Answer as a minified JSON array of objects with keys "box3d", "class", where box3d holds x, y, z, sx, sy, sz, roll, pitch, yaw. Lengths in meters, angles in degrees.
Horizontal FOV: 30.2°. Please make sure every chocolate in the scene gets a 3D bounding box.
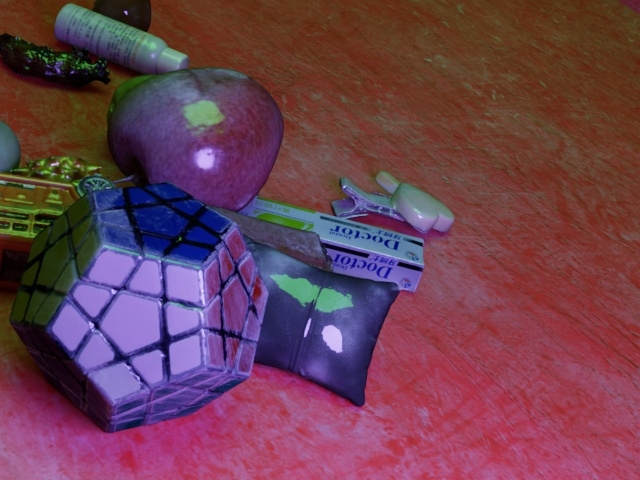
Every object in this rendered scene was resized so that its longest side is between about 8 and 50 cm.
[{"box3d":[-0.118,-0.008,1.745,0.329,0.065,0.102,14,26,-36],"class":"chocolate"},{"box3d":[-0.402,-0.470,2.395,0.127,0.133,0.124,15,35,2],"class":"chocolate"}]

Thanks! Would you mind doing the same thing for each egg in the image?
[{"box3d":[-0.519,-0.132,1.825,0.114,0.114,0.152,12,29,-8],"class":"egg"}]

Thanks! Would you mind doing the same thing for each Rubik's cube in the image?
[{"box3d":[-0.224,0.082,1.488,0.319,0.264,0.319,12,32,-8],"class":"Rubik's cube"}]

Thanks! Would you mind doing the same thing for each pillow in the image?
[{"box3d":[-0.030,0.109,1.661,0.250,0.106,0.186,17,74,1],"class":"pillow"}]

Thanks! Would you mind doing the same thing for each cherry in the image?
[{"box3d":[-0.185,-0.153,1.830,0.307,0.221,0.261,-27,53,-28],"class":"cherry"}]

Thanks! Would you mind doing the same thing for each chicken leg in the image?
[{"box3d":[-0.501,-0.333,2.198,0.234,0.063,0.105,11,27,-9],"class":"chicken leg"}]

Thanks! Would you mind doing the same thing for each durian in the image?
[{"box3d":[-0.421,-0.054,1.774,0.224,0.140,0.078,-10,53,-8],"class":"durian"}]

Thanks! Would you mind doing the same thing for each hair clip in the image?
[{"box3d":[0.131,-0.065,2.088,0.219,0.071,0.159,13,29,-14],"class":"hair clip"}]

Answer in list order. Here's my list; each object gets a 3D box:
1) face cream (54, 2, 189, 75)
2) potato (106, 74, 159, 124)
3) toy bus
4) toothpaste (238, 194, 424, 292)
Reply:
[{"box3d":[-0.384,-0.379,2.311,0.269,0.082,0.082,24,32,9],"class":"face cream"},{"box3d":[-0.236,-0.199,2.031,0.251,0.159,0.174,16,53,-18],"class":"potato"},{"box3d":[-0.434,-0.012,1.662,0.329,0.143,0.153,9,42,-15],"class":"toy bus"},{"box3d":[0.000,0.000,1.917,0.337,0.067,0.081,14,35,-5],"class":"toothpaste"}]
